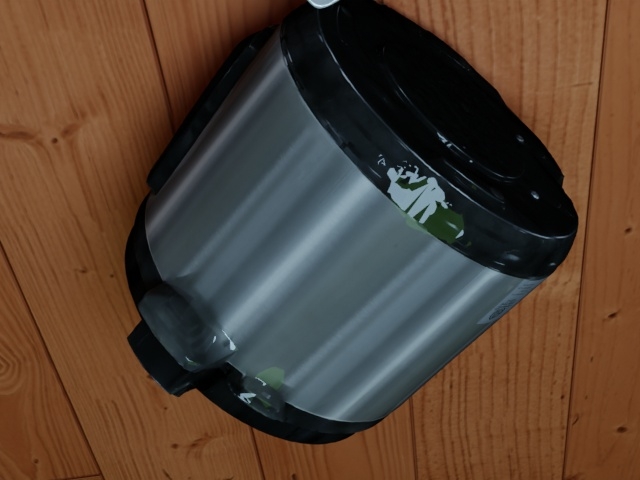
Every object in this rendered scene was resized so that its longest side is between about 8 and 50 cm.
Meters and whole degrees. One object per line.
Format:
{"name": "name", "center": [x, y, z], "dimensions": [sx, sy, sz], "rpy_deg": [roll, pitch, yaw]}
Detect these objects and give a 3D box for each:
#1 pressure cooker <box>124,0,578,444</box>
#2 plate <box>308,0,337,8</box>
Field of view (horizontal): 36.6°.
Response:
{"name": "pressure cooker", "center": [0.003, 0.005, 1.013], "dimensions": [0.370, 0.375, 0.420], "rpy_deg": [25, 123, -29]}
{"name": "plate", "center": [0.035, -0.387, 0.817], "dimensions": [0.278, 0.045, 0.277], "rpy_deg": [-33, 113, 6]}
